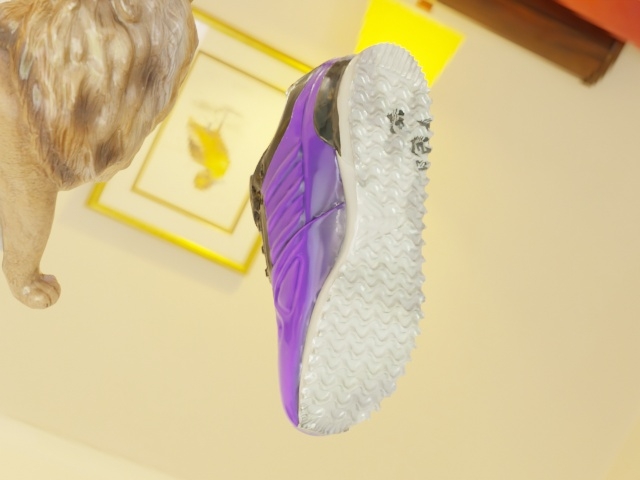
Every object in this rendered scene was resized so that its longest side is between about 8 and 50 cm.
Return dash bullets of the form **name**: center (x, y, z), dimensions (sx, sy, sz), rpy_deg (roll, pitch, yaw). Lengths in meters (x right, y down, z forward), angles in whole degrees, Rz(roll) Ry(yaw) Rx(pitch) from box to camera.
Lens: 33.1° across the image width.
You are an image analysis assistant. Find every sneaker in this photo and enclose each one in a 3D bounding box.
- **sneaker**: center (0.001, 0.000, 0.838), dimensions (0.102, 0.293, 0.146), rpy_deg (14, 172, -40)

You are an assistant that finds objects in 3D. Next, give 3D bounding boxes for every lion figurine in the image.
- **lion figurine**: center (-0.273, -0.082, 0.687), dimensions (0.392, 0.240, 0.142), rpy_deg (-4, -145, -26)
